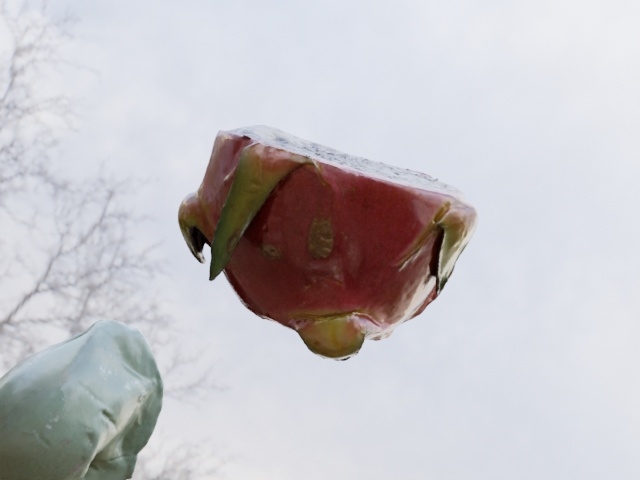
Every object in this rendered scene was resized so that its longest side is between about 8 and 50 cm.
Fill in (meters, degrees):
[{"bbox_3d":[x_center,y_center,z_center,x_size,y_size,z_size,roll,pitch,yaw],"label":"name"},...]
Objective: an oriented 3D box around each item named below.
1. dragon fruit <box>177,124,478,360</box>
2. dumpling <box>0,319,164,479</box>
[{"bbox_3d":[0.000,0.000,1.166,0.290,0.189,0.290,17,10,-3],"label":"dragon fruit"},{"bbox_3d":[-0.380,0.254,1.599,0.320,0.212,0.270,-27,-28,11],"label":"dumpling"}]
